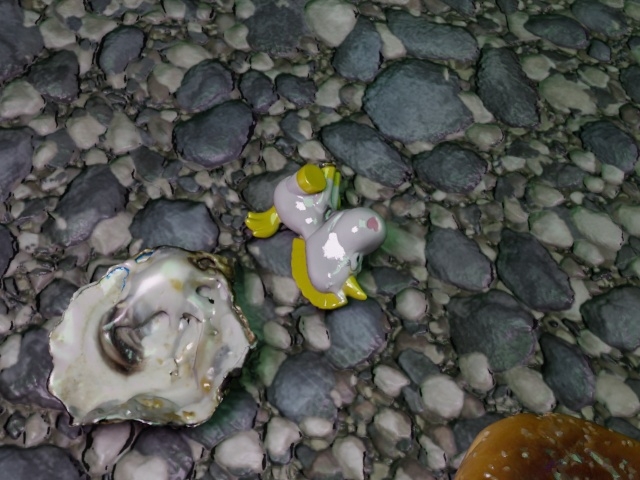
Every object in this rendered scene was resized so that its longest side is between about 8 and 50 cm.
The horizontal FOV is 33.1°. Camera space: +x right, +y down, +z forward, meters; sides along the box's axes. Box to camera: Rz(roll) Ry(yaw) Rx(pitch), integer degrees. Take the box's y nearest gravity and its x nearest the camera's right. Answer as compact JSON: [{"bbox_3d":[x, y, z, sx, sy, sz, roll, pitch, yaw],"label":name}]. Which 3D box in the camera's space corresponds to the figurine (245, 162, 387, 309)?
[{"bbox_3d":[0.008,-0.003,1.267,0.130,0.109,0.178,-39,73,-3],"label":"figurine"}]

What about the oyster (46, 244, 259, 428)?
[{"bbox_3d":[-0.181,0.107,1.148,0.223,0.083,0.214,-7,57,-12],"label":"oyster"}]

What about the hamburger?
[{"bbox_3d":[0.242,0.293,1.107,0.286,0.146,0.243,-13,56,-20],"label":"hamburger"}]
